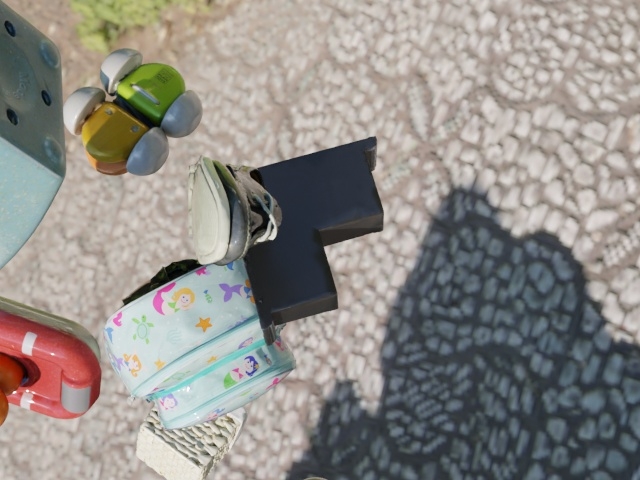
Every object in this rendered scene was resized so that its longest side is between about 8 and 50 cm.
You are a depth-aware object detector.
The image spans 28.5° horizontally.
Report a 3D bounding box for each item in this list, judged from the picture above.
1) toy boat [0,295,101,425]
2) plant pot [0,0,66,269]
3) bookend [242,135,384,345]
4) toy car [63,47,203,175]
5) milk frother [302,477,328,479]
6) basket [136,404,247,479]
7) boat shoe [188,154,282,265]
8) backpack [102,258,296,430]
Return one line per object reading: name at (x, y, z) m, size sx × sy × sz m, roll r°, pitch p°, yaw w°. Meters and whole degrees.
toy boat at (-0.383, 0.163, 1.493) m, size 0.151 × 0.231 × 0.151 m, roll 104°, pitch -175°, yaw -45°
plant pot at (-0.357, -0.095, 1.067) m, size 0.252 × 0.247 × 0.248 m, roll -20°, pitch 59°, yaw 19°
bookend at (0.000, 0.000, 1.213) m, size 0.072 × 0.157 × 0.156 m, roll 84°, pitch 169°, yaw -73°
toy car at (-0.265, -0.169, 1.797) m, size 0.182 × 0.159 × 0.136 m, roll -52°, pitch -9°, yaw -21°
milk frother at (-0.007, 0.328, 1.368) m, size 0.129 × 0.134 × 0.143 m, roll -63°, pitch 6°, yaw -18°
basket at (-0.177, 0.257, 1.685) m, size 0.103 × 0.113 × 0.167 m, roll -52°, pitch -6°, yaw -26°
boat shoe at (-0.069, -0.028, 1.034) m, size 0.233 × 0.079 × 0.084 m, roll -133°, pitch 47°, yaw -80°
backpack at (-0.138, 0.111, 1.477) m, size 0.191 × 0.225 × 0.253 m, roll 61°, pitch 168°, yaw 11°
